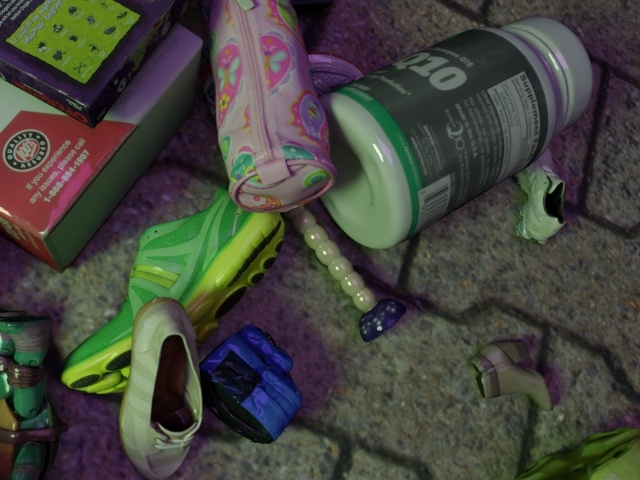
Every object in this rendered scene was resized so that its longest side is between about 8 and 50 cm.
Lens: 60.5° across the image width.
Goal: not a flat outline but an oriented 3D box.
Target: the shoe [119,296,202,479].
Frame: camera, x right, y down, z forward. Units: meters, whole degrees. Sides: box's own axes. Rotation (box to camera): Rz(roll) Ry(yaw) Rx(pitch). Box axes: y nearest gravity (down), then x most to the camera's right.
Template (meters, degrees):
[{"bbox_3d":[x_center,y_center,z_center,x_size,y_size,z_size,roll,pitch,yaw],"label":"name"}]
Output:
[{"bbox_3d":[-0.161,0.166,0.561,0.076,0.058,0.219,-10,117,-35],"label":"shoe"}]

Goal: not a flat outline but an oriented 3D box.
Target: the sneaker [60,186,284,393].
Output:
[{"bbox_3d":[-0.171,0.055,0.636,0.123,0.109,0.295,37,71,26],"label":"sneaker"}]

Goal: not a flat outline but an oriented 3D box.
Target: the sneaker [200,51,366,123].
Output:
[{"bbox_3d":[-0.043,-0.193,0.742,0.225,0.088,0.093,-6,82,-9],"label":"sneaker"}]

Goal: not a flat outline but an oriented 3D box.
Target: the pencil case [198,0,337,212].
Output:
[{"bbox_3d":[-0.065,-0.175,0.612,0.124,0.124,0.284,-5,70,-18],"label":"pencil case"}]

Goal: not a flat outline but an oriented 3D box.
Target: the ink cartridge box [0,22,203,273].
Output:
[{"bbox_3d":[-0.368,-0.192,0.594,0.384,0.160,0.279,33,69,-6],"label":"ink cartridge box"}]

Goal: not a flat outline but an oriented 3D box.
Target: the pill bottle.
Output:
[{"bbox_3d":[0.171,-0.154,0.726,0.361,0.204,0.204,-29,86,-22],"label":"pill bottle"}]

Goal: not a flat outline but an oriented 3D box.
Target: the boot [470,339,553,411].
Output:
[{"bbox_3d":[0.258,0.195,0.752,0.086,0.042,0.119,-22,82,-14],"label":"boot"}]

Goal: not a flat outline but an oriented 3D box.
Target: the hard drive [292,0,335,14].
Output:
[{"bbox_3d":[-0.087,-0.443,0.802,0.171,0.054,0.255,-13,80,-19],"label":"hard drive"}]

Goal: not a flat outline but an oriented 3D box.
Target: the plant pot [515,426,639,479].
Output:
[{"bbox_3d":[0.365,0.373,0.636,0.276,0.276,0.254,-22,71,-21],"label":"plant pot"}]

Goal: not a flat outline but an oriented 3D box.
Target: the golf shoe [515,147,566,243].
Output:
[{"bbox_3d":[0.340,-0.086,0.823,0.069,0.086,0.176,6,73,-14],"label":"golf shoe"}]

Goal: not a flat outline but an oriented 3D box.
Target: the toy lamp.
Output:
[{"bbox_3d":[0.000,0.000,0.701,0.080,0.080,0.275,-40,91,-22],"label":"toy lamp"}]

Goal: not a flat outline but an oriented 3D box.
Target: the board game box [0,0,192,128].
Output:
[{"bbox_3d":[-0.221,-0.298,0.550,0.208,0.056,0.347,30,68,-7],"label":"board game box"}]

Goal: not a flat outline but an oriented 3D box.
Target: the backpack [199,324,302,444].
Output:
[{"bbox_3d":[-0.076,0.164,0.624,0.120,0.098,0.101,46,64,0],"label":"backpack"}]

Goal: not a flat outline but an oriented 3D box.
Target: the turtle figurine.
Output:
[{"bbox_3d":[-0.315,0.190,0.540,0.175,0.118,0.234,1,85,26],"label":"turtle figurine"}]
